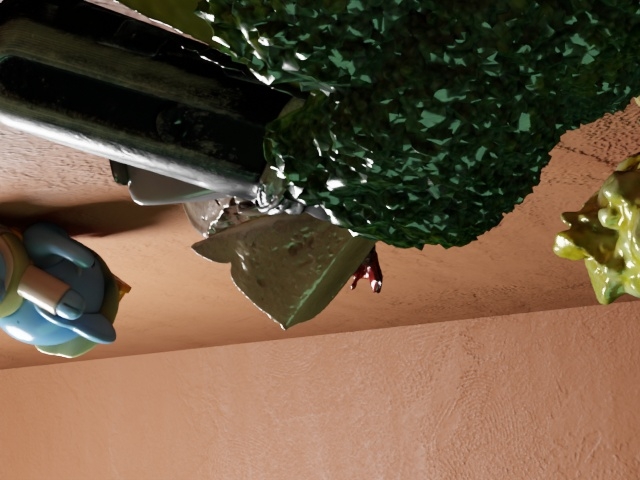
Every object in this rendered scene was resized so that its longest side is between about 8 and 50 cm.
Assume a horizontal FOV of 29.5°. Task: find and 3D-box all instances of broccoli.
[{"bbox_3d":[0.043,-0.128,0.435,0.269,0.261,0.241,10,-159,-43],"label":"broccoli"}]

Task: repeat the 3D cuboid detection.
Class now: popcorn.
[{"bbox_3d":[0.345,-0.013,1.234,0.187,0.167,0.185,10,168,-40],"label":"popcorn"}]

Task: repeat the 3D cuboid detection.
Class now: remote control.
[{"bbox_3d":[-0.084,-0.073,0.714,0.266,0.090,0.066,20,-148,5],"label":"remote control"}]

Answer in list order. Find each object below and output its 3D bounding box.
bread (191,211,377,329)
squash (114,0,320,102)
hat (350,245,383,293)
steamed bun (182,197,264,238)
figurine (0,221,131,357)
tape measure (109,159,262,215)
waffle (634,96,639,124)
[{"bbox_3d":[-0.011,-0.019,0.915,0.152,0.105,0.077,-53,169,26],"label":"bread"},{"bbox_3d":[-0.055,-0.106,0.619,0.204,0.155,0.237,-12,170,32],"label":"squash"},{"bbox_3d":[-0.046,-0.025,1.167,0.227,0.140,0.129,8,160,3],"label":"hat"},{"bbox_3d":[-0.036,-0.053,1.025,0.145,0.106,0.175,0,166,-21],"label":"steamed bun"},{"bbox_3d":[-0.326,0.055,1.379,0.180,0.154,0.262,4,176,17],"label":"figurine"},{"bbox_3d":[-0.002,-0.086,0.834,0.236,0.120,0.197,-12,179,16],"label":"tape measure"},{"bbox_3d":[0.394,-0.129,0.839,0.308,0.091,0.213,-13,166,38],"label":"waffle"}]
